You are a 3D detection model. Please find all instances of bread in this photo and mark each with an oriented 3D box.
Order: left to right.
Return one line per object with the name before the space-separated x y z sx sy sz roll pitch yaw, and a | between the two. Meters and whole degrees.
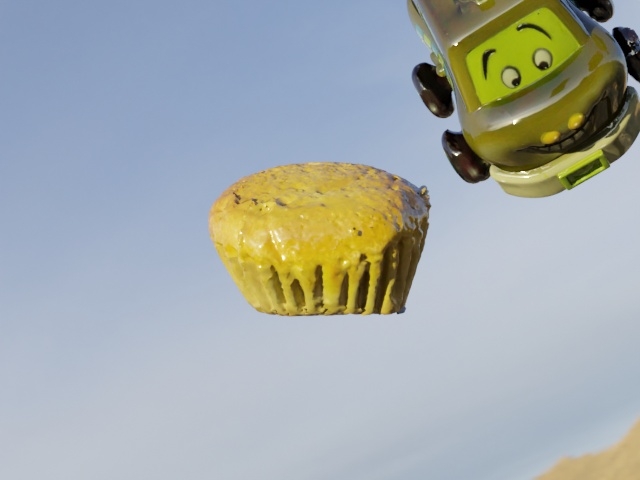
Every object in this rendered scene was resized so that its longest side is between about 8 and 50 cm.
bread | -0.002 -0.003 1.307 0.239 0.240 0.139 -10 -64 -26

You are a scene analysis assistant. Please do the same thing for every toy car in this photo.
toy car | 0.165 -0.180 1.095 0.204 0.248 0.198 -30 -33 13
